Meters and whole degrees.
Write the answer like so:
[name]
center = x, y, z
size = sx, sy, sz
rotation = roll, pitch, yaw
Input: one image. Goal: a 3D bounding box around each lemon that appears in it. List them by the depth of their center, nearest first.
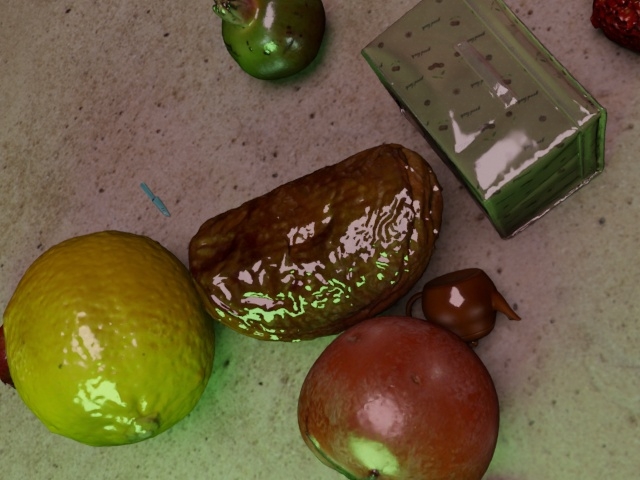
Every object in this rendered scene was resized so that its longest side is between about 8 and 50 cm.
[lemon]
center = -0.322, 0.149, 1.157
size = 0.336, 0.336, 0.336
rotation = -5, 77, 19

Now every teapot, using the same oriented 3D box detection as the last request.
[teapot]
center = 0.201, 0.104, 1.082
size = 0.173, 0.116, 0.116
rotation = -13, 73, 33

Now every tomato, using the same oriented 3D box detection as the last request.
[tomato]
center = 0.111, 0.221, 0.999
size = 0.265, 0.265, 0.265
rotation = -5, 77, 19

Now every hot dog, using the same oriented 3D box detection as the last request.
[hot dog]
center = 0.000, 0.000, 1.102
size = 0.387, 0.174, 0.267
rotation = -22, 46, 14

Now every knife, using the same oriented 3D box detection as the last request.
[knife]
center = -0.299, -0.074, 1.355
size = 0.014, 0.005, 0.091
rotation = -45, 68, 8

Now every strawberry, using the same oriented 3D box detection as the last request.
[strawberry]
center = 0.478, -0.345, 1.030
size = 0.187, 0.201, 0.184
rotation = 24, 105, 5

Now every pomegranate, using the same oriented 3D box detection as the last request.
[pomegranate]
center = -0.094, -0.363, 1.235
size = 0.180, 0.209, 0.180
rotation = -9, 74, 35

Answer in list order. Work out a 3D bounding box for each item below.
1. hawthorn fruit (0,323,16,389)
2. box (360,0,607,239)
[hawthorn fruit]
center = -0.491, 0.178, 1.300
size = 0.148, 0.148, 0.172
rotation = 18, 76, 23
[box]
center = 0.233, -0.187, 1.064
size = 0.190, 0.225, 0.297
rotation = -36, 67, 9
